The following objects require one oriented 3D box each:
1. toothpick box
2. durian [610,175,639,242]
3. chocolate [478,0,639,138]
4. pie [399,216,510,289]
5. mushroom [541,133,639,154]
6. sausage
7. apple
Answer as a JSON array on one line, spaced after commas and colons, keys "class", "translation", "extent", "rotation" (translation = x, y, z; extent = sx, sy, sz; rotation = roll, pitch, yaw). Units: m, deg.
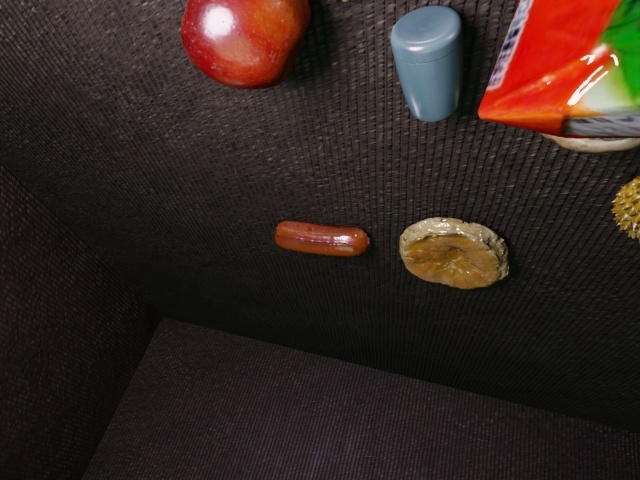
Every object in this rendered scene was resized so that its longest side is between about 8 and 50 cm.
[{"class": "toothpick box", "translation": [0.199, -0.311, 0.796], "extent": [0.120, 0.120, 0.184], "rotation": [5, 151, 23]}, {"class": "durian", "translation": [0.734, -0.051, 0.922], "extent": [0.183, 0.138, 0.250], "rotation": [0, 152, 14]}, {"class": "chocolate", "translation": [0.381, -0.278, 0.442], "extent": [0.161, 0.360, 0.341], "rotation": [17, -175, -23]}, {"class": "pie", "translation": [0.395, 0.045, 1.308], "extent": [0.339, 0.083, 0.339], "rotation": [14, 152, 8]}, {"class": "mushroom", "translation": [0.467, -0.241, 0.704], "extent": [0.254, 0.184, 0.255], "rotation": [8, 136, 8]}, {"class": "sausage", "translation": [0.000, 0.000, 1.444], "extent": [0.330, 0.102, 0.102], "rotation": [6, 148, 20]}, {"class": "apple", "translation": [-0.131, -0.378, 0.771], "extent": [0.201, 0.218, 0.218], "rotation": [26, 149, -10]}]
